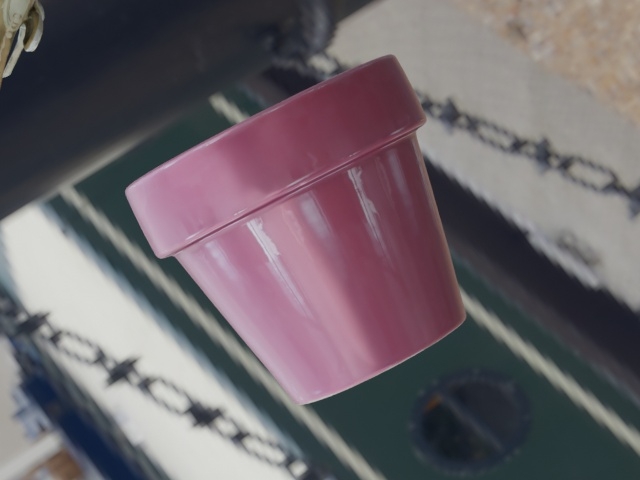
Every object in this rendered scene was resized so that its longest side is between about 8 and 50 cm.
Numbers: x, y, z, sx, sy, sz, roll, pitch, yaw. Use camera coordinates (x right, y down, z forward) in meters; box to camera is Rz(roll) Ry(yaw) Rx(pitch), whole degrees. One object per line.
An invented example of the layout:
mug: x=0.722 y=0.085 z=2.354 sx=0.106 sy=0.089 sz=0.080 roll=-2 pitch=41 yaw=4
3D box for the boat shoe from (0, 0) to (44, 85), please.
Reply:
boat shoe: x=-0.159 y=-0.174 z=0.924 sx=0.104 sy=0.089 sz=0.285 roll=30 pitch=112 yaw=51

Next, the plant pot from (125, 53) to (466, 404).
plant pot: x=0.000 y=0.000 z=1.206 sx=0.180 sy=0.201 sz=0.201 roll=62 pitch=157 yaw=-2
